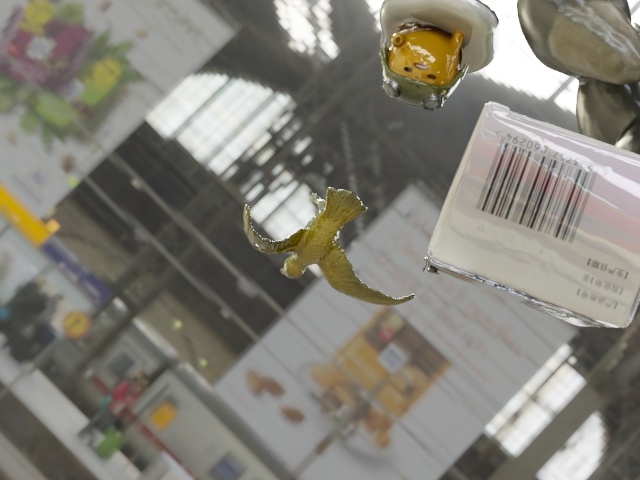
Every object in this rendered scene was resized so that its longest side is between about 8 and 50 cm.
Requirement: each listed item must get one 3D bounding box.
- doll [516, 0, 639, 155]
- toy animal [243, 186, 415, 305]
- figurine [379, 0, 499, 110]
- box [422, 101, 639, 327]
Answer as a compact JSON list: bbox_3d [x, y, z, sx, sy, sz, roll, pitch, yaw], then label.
[{"bbox_3d":[0.372,-0.120,1.687,0.378,0.252,0.382,26,18,-28],"label":"doll"},{"bbox_3d":[0.000,0.000,1.602,0.219,0.095,0.155,27,-12,-16],"label":"toy animal"},{"bbox_3d":[0.135,-0.219,1.931,0.166,0.141,0.250,21,-17,-2],"label":"figurine"},{"bbox_3d":[0.195,-0.012,1.324,0.173,0.145,0.333,22,-1,4],"label":"box"}]
